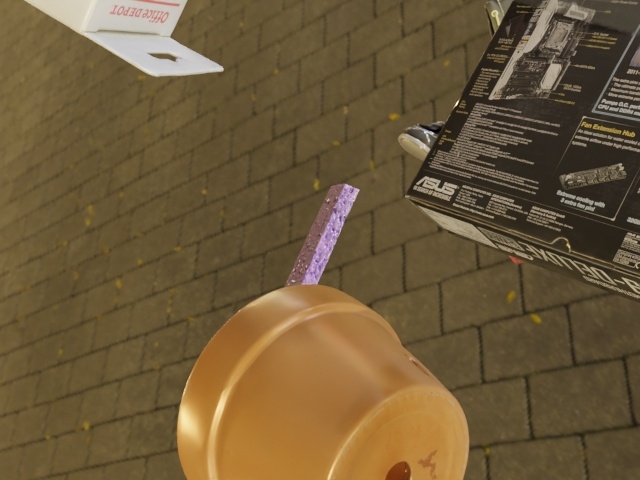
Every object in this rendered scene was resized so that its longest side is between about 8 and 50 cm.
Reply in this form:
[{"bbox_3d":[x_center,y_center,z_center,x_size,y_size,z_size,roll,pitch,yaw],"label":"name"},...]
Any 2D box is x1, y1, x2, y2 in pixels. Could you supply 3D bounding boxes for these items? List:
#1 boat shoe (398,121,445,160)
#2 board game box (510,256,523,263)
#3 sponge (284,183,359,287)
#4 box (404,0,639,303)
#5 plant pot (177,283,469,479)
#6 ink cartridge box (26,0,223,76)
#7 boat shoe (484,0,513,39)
[{"bbox_3d":[0.243,-0.176,1.559,0.112,0.335,0.095,32,94,29],"label":"boat shoe"},{"bbox_3d":[0.281,-0.086,0.682,0.281,0.027,0.145,-21,49,29],"label":"board game box"},{"bbox_3d":[0.000,0.000,1.462,0.210,0.031,0.117,-66,13,-5],"label":"sponge"},{"bbox_3d":[0.238,-0.083,0.588,0.307,0.076,0.242,23,82,47],"label":"box"},{"bbox_3d":[0.019,0.212,0.889,0.203,0.291,0.291,21,83,51],"label":"plant pot"},{"bbox_3d":[-0.129,-0.156,0.424,0.062,0.181,0.104,-60,-5,18],"label":"ink cartridge box"},{"bbox_3d":[0.342,-0.272,1.442,0.091,0.305,0.109,-5,15,8],"label":"boat shoe"}]
